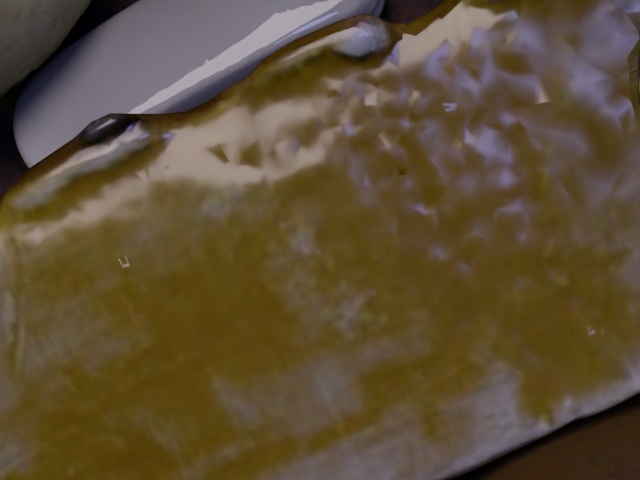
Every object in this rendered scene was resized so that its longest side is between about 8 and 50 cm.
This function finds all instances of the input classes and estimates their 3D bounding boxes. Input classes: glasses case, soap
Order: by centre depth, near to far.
[{"bbox_3d":[0.000,0.000,0.594,0.294,0.335,0.156,-22,93,6],"label":"soap"},{"bbox_3d":[-0.071,-0.106,0.846,0.233,0.059,0.092,-31,53,5],"label":"glasses case"}]

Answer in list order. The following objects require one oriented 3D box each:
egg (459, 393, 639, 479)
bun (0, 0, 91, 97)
[{"bbox_3d":[0.148,0.222,0.432,0.301,0.301,0.373,-28,60,6],"label":"egg"},{"bbox_3d":[-0.236,-0.137,0.880,0.230,0.145,0.229,-7,49,8],"label":"bun"}]
